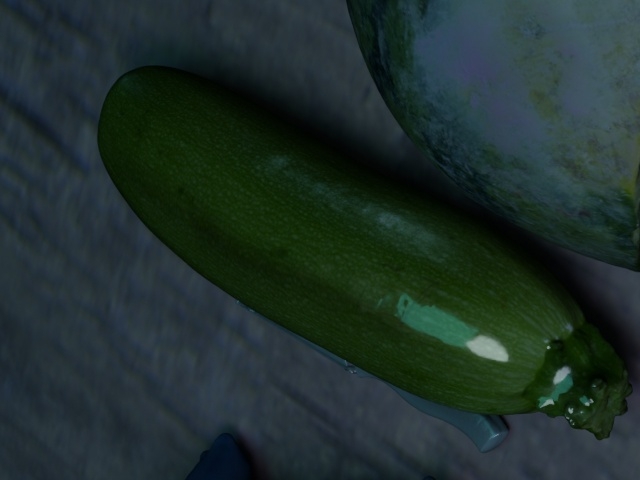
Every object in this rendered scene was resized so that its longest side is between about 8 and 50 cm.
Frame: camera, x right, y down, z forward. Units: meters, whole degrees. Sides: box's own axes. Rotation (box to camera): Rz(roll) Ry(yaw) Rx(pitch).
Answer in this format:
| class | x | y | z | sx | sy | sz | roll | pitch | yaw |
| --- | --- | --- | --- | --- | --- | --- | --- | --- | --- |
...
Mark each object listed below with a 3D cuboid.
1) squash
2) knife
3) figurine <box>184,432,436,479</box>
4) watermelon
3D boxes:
| class | x | y | z | sx | sy | sz | roll | pitch | yaw |
| --- | --- | --- | --- | --- | --- | --- | --- | --- | --- |
| squash | 0.000 | 0.000 | 0.871 | 0.395 | 0.107 | 0.107 | 31 | 114 | 33 |
| knife | 0.025 | 0.069 | 0.916 | 0.210 | 0.015 | 0.028 | 29 | 119 | 35 |
| figurine | -0.027 | 0.277 | 0.883 | 0.416 | 0.243 | 0.297 | -8 | 99 | 61 |
| watermelon | 0.098 | -0.102 | 0.730 | 0.176 | 0.260 | 0.256 | -39 | 87 | 23 |
